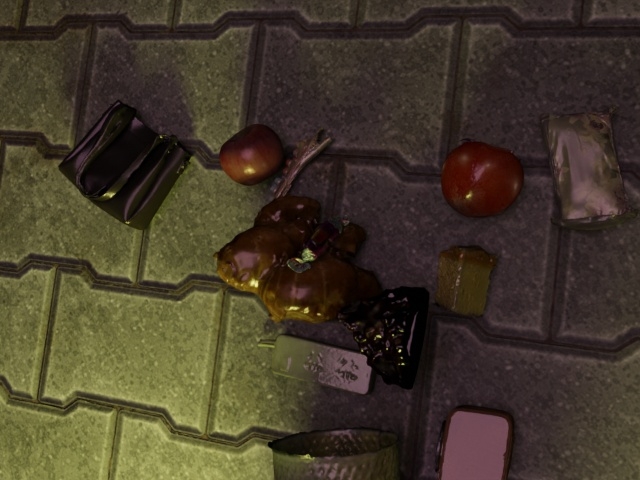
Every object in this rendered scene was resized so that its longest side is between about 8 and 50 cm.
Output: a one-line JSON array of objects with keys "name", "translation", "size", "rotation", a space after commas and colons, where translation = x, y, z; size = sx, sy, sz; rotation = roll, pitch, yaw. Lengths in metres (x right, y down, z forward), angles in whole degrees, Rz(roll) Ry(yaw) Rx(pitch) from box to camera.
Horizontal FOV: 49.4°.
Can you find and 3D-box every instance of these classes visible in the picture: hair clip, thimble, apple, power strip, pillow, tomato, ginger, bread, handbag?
[{"name": "hair clip", "translation": [-0.057, -0.176, 1.623], "size": [0.214, 0.062, 0.056], "rotation": [-49, 60, 6]}, {"name": "thimble", "translation": [0.030, 0.477, 1.412], "size": [0.271, 0.271, 0.150], "rotation": [-6, 84, 18]}, {"name": "apple", "translation": [-0.156, -0.195, 1.616], "size": [0.153, 0.153, 0.120], "rotation": [-24, 114, 15]}, {"name": "power strip", "translation": [-0.015, 0.270, 1.562], "size": [0.288, 0.053, 0.093], "rotation": [10, 88, 19]}, {"name": "pillow", "translation": [0.540, -0.145, 1.415], "size": [0.169, 0.059, 0.255], "rotation": [-8, 80, 18]}, {"name": "tomato", "translation": [0.324, -0.124, 1.435], "size": [0.167, 0.167, 0.167], "rotation": [-2, 83, 19]}, {"name": "ginger", "translation": [-0.039, 0.052, 1.548], "size": [0.357, 0.152, 0.274], "rotation": [31, 65, 16]}, {"name": "bread", "translation": [0.284, 0.076, 1.434], "size": [0.127, 0.152, 0.147], "rotation": [11, 89, 28]}, {"name": "handbag", "translation": [-0.490, -0.196, 1.752], "size": [0.285, 0.113, 0.257], "rotation": [36, 89, 19]}, {"name": "handbag", "translation": [0.313, 0.434, 1.421], "size": [0.151, 0.072, 0.193], "rotation": [11, 89, 20]}]

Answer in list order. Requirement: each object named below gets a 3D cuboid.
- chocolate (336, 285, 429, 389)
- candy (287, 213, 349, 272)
[{"name": "chocolate", "translation": [0.118, 0.189, 1.428], "size": [0.177, 0.224, 0.206], "rotation": [9, 84, 16]}, {"name": "candy", "translation": [0.000, 0.000, 1.464], "size": [0.045, 0.043, 0.175], "rotation": [38, 66, 10]}]
